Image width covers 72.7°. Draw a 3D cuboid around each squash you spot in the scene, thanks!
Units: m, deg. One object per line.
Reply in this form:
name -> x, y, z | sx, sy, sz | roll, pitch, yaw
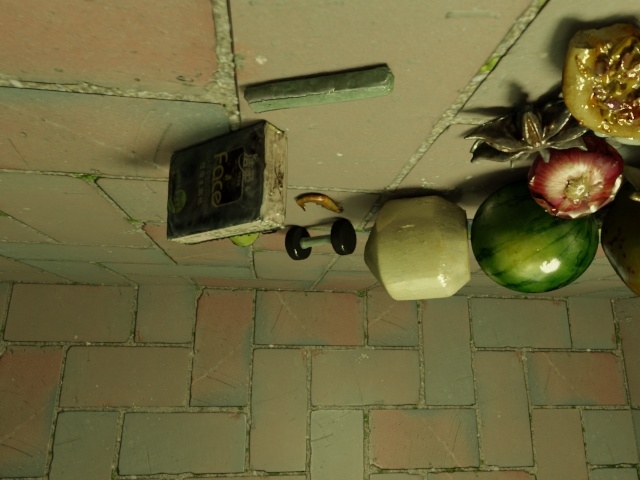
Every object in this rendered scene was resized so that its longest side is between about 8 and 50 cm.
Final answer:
squash -> -0.220, -0.063, 1.066 | 0.094, 0.094, 0.224 | -2, 159, 10

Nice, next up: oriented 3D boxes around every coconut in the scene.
coconut -> 0.221, 0.018, 1.027 | 0.247, 0.245, 0.245 | -4, 165, 20

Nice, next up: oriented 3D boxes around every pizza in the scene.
pizza -> 0.380, -0.178, 0.527 | 0.246, 0.058, 0.127 | 22, 131, -35

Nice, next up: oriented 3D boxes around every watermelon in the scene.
watermelon -> 0.441, -0.009, 0.911 | 0.242, 0.242, 0.242 | 1, 166, 0

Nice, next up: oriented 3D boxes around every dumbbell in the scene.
dumbbell -> 0.000, 0.000, 1.245 | 0.191, 0.100, 0.100 | -8, 163, 30

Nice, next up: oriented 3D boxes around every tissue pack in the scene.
tissue pack -> -0.167, -0.090, 0.753 | 0.235, 0.173, 0.073 | -8, 164, 33

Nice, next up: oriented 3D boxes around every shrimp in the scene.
shrimp -> 0.001, -0.085, 1.060 | 0.127, 0.025, 0.091 | 18, 159, -37

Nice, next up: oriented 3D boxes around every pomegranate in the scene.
pomegranate -> 0.673, -0.040, 0.784 | 0.290, 0.291, 0.323 | -6, 134, 23

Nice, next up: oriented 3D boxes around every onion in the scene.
onion -> 0.440, -0.123, 0.771 | 0.150, 0.140, 0.150 | 5, 123, 8

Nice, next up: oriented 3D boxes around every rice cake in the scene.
rice cake -> -0.004, -0.202, 0.588 | 0.207, 0.033, 0.033 | -3, 167, 14

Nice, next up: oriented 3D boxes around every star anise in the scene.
star anise -> 0.315, -0.165, 0.652 | 0.180, 0.061, 0.204 | 3, 166, -30

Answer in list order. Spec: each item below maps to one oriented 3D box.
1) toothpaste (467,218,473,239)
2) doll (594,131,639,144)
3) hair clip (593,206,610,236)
toothpaste -> 0.421, -0.020, 1.206 | 0.193, 0.070, 0.044 | 2, 167, -6
doll -> 0.497, -0.166, 0.653 | 0.135, 0.072, 0.113 | 5, 174, -36
hair clip -> 0.672, -0.047, 1.067 | 0.321, 0.091, 0.138 | -5, 162, -29
